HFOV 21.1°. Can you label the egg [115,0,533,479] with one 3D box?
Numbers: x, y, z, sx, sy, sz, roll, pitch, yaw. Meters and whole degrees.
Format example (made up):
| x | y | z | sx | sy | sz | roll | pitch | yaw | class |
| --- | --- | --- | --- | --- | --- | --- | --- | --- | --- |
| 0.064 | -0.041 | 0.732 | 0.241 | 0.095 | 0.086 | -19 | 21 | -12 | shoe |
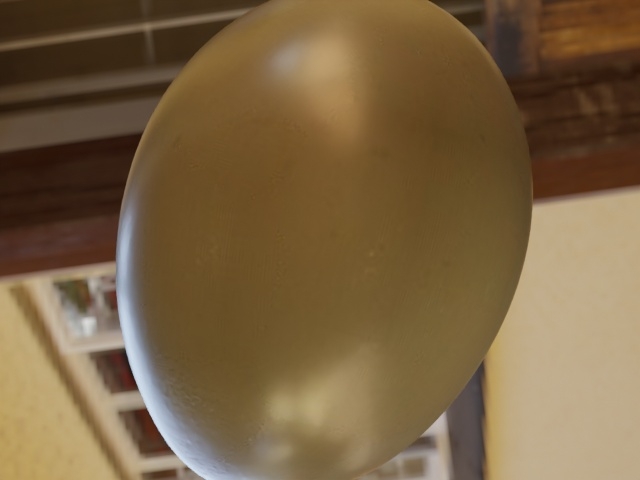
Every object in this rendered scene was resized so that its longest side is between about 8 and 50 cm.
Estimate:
| x | y | z | sx | sy | sz | roll | pitch | yaw | class |
| --- | --- | --- | --- | --- | --- | --- | --- | --- | --- |
| 0.000 | 0.000 | 0.792 | 0.186 | 0.186 | 0.241 | -23 | -51 | -87 | egg |
